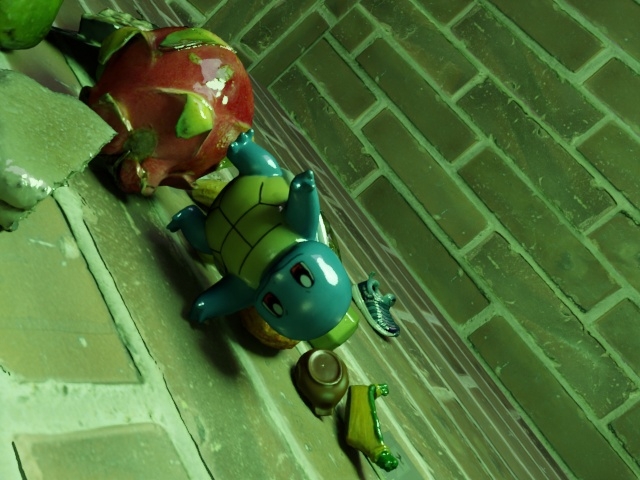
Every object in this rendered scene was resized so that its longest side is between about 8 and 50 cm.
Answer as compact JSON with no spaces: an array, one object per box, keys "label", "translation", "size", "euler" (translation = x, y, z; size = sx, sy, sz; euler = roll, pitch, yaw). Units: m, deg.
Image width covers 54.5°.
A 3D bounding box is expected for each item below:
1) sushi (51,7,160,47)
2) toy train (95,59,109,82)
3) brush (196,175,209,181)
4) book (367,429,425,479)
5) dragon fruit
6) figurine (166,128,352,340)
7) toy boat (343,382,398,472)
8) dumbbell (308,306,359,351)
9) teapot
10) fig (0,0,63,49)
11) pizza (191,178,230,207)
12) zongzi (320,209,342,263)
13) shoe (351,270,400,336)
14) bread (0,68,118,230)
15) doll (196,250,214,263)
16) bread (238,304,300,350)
[{"label":"sushi","translation":[-0.457,-0.494,1.449],"size":[0.297,0.099,0.373],"euler":[20,14,-1]},{"label":"toy train","translation":[-0.394,-0.321,1.468],"size":[0.190,0.126,0.307],"euler":[20,-4,31]},{"label":"brush","translation":[-0.240,-0.096,1.498],"size":[0.205,0.011,0.083],"euler":[49,12,-2]},{"label":"book","translation":[0.141,0.431,1.194],"size":[0.127,0.014,0.182],"euler":[53,13,21]},{"label":"dragon fruit","translation":[-0.281,-0.216,1.088],"size":[0.305,0.305,0.226],"euler":[48,33,-5]},{"label":"figurine","translation":[-0.107,-0.008,1.016],"size":[0.243,0.298,0.416],"euler":[41,10,-34]},{"label":"toy boat","translation":[0.090,0.327,1.122],"size":[0.088,0.088,0.229],"euler":[11,23,-1]},{"label":"dumbbell","translation":[-0.045,0.101,1.338],"size":[0.302,0.121,0.108],"euler":[50,41,3]},{"label":"teapot","translation":[0.001,0.256,1.125],"size":[0.098,0.078,0.129],"euler":[2,40,-13]},{"label":"fig","translation":[-0.507,-0.466,1.054],"size":[0.206,0.275,0.206],"euler":[48,11,-12]},{"label":"pizza","translation":[-0.143,-0.081,1.428],"size":[0.290,0.081,0.229],"euler":[13,-10,-5]},{"label":"zongzi","translation":[0.000,0.000,1.850],"size":[0.242,0.112,0.221],"euler":[53,9,-19]},{"label":"shoe","translation":[0.178,0.197,1.864],"size":[0.207,0.106,0.091],"euler":[59,16,19]},{"label":"bread","translation":[-0.402,-0.139,0.835],"size":[0.183,0.102,0.337],"euler":[41,15,-16]},{"label":"doll","translation":[-0.162,0.012,1.202],"size":[0.207,0.081,0.129],"euler":[11,35,-49]},{"label":"bread","translation":[-0.087,0.137,1.149],"size":[0.139,0.095,0.269],"euler":[51,-2,2]}]
